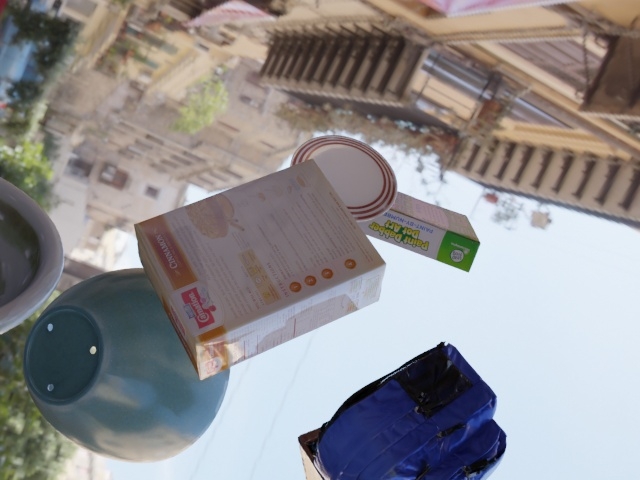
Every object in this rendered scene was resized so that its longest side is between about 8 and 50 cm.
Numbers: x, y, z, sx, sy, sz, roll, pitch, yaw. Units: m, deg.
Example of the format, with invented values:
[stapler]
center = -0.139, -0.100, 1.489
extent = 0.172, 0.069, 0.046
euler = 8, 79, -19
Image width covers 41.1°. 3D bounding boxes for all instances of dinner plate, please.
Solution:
[dinner plate]
center = 0.030, -0.080, 1.078
extent = 0.141, 0.141, 0.017
euler = -43, -162, 43

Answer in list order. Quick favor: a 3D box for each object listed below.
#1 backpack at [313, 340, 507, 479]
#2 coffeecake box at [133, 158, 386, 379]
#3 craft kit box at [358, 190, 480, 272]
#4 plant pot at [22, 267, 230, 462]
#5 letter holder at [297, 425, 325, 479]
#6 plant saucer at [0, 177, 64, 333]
[backpack]
center = 0.062, 0.144, 0.601
extent = 0.101, 0.120, 0.098
euler = 49, -32, 31
[coffeecake box]
center = -0.057, 0.021, 0.785
extent = 0.142, 0.185, 0.068
euler = 57, -22, 30
[craft kit box]
center = 0.121, -0.039, 1.356
extent = 0.250, 0.246, 0.061
euler = -62, 170, -78
[plant pot]
center = -0.299, 0.168, 1.203
extent = 0.290, 0.195, 0.290
euler = -5, -104, 22
[letter holder]
center = 0.098, 0.385, 1.045
extent = 0.214, 0.151, 0.302
euler = -130, -155, -53
[plant saucer]
center = -0.456, 0.020, 0.808
extent = 0.400, 0.400, 0.101
euler = -111, -143, -59
